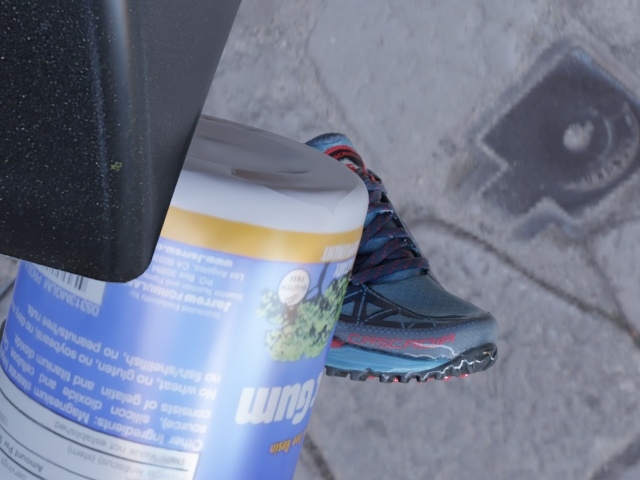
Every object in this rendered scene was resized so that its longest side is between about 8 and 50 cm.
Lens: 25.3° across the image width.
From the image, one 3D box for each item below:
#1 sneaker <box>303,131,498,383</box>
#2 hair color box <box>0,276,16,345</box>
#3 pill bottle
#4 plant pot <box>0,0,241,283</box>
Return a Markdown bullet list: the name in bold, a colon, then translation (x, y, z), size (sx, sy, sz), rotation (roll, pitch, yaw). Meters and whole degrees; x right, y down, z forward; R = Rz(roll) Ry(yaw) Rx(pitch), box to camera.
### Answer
- **sneaker**: translation (0.000, 0.000, 0.859), size (0.262, 0.104, 0.125), rotation (24, 109, 38)
- **hair color box**: translation (-0.239, 0.189, 0.941), size (0.113, 0.374, 0.185), rotation (-35, 102, 20)
- **pill bottle**: translation (-0.082, 0.082, 0.680), size (0.152, 0.152, 0.272), rotation (14, 104, -3)
- **plant pot**: translation (-0.117, -0.126, 0.446), size (0.187, 0.188, 0.167), rotation (14, 142, 0)
